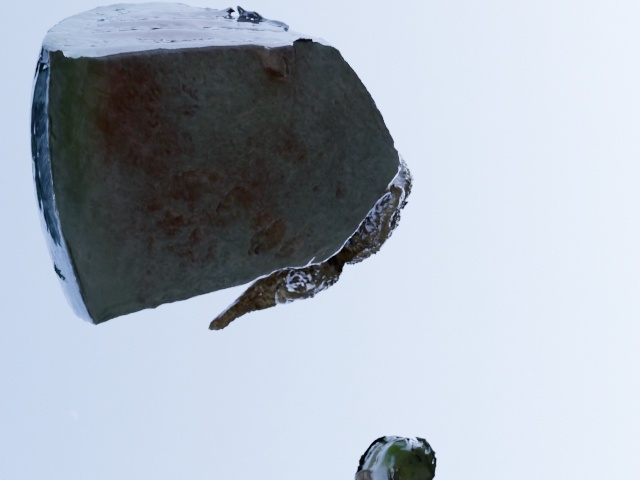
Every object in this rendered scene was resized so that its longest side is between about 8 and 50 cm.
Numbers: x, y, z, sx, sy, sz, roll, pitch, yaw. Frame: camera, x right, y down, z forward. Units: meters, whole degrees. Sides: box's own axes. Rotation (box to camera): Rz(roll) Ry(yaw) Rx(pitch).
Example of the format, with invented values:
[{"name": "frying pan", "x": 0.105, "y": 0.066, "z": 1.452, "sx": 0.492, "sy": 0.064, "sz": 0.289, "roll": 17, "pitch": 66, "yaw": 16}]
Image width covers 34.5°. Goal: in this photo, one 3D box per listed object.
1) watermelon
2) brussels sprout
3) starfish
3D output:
[{"name": "watermelon", "x": -0.069, "y": -0.067, "z": 0.778, "sx": 0.258, "sy": 0.387, "sz": 0.228, "roll": 1, "pitch": -78, "yaw": 6}, {"name": "brussels sprout", "x": 0.050, "y": 0.153, "z": 0.692, "sx": 0.051, "sy": 0.046, "sz": 0.083, "roll": -43, "pitch": -10, "yaw": -12}, {"name": "starfish", "x": 0.000, "y": 0.000, "z": 0.880, "sx": 0.236, "sy": 0.277, "sz": 0.062, "roll": -40, "pitch": -76, "yaw": -15}]
